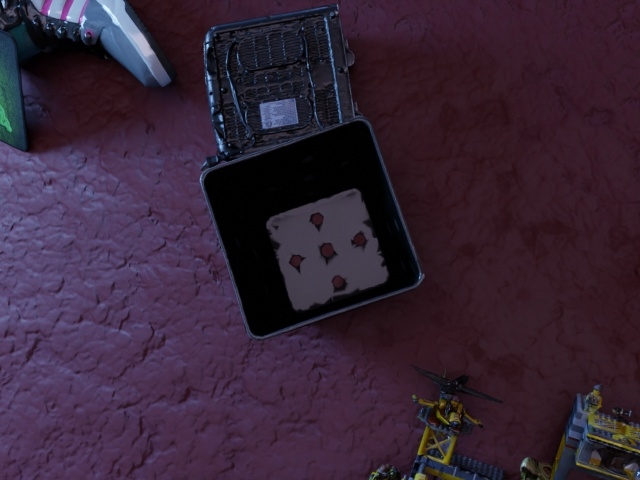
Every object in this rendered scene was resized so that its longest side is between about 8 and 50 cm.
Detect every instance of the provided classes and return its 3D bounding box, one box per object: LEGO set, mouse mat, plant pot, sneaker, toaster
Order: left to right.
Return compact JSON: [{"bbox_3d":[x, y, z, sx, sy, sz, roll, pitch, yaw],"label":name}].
[{"bbox_3d":[-0.412,-0.195,1.217,0.153,0.189,0.007,25,52,10],"label":"mouse mat"},{"bbox_3d":[-0.320,-0.244,1.230,0.178,0.124,0.295,-43,71,-6],"label":"sneaker"},{"bbox_3d":[-0.048,-0.165,1.194,0.186,0.110,0.168,-9,79,5],"label":"toaster"},{"bbox_3d":[0.000,0.000,1.134,0.187,0.167,0.188,-19,78,4],"label":"plant pot"},{"bbox_3d":[0.212,0.235,1.026,0.331,0.255,0.192,19,106,17],"label":"LEGO set"}]
